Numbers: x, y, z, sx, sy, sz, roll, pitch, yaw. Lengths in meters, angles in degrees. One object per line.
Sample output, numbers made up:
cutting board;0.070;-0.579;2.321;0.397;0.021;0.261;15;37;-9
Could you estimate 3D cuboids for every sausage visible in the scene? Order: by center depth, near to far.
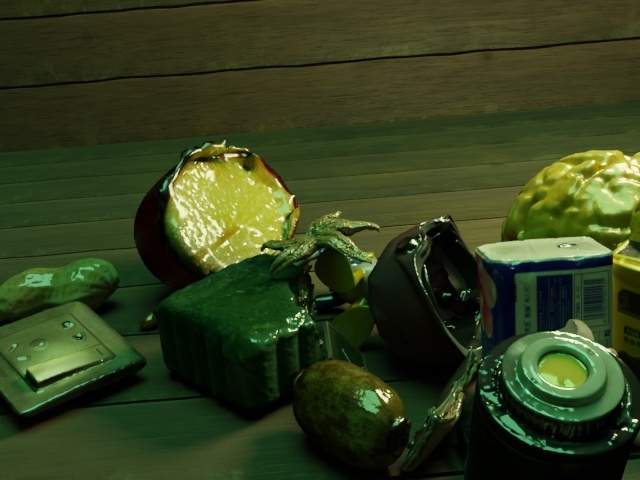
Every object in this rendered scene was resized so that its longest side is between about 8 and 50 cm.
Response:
sausage;-0.347;0.156;1.815;0.036;0.042;0.158;45;33;2

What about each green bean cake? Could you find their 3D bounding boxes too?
green bean cake;-0.114;0.170;1.536;0.300;0.169;0.307;-23;28;-39

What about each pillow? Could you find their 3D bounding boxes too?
pillow;0.191;0.266;1.275;0.043;0.126;0.232;34;28;9

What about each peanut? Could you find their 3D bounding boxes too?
peanut;-0.603;0.118;1.854;0.290;0.130;0.130;-10;20;-7

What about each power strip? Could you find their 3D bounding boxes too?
power strip;-0.503;0.234;1.548;0.257;0.092;0.251;-20;33;-39

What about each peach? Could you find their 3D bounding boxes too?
peach;-0.241;-0.031;1.876;0.353;0.339;0.416;-42;-3;9

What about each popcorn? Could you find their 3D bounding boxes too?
popcorn;0.560;-0.005;1.611;0.390;0.344;0.354;1;14;-2

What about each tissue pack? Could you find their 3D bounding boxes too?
tissue pack;0.374;0.137;1.366;0.209;0.270;0.137;-6;15;4

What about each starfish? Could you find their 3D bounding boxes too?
starfish;0.000;0.000;1.599;0.277;0.062;0.235;1;28;41

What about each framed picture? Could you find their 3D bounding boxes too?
framed picture;0.050;0.213;1.491;0.011;0.109;0.149;-45;15;12

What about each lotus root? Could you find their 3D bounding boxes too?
lotus root;0.036;0.262;1.271;0.128;0.145;0.260;-15;22;-37

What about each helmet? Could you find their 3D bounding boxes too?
helmet;0.193;0.113;1.532;0.197;0.271;0.338;-24;19;31

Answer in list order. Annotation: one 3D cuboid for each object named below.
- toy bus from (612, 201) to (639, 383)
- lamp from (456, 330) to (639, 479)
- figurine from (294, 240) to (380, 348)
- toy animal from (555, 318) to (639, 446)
toy bus;0.558;0.099;1.344;0.152;0.330;0.144;-19;24;-27
lamp;0.297;0.247;1.071;0.205;0.272;0.374;-4;19;-3
figurine;0.051;0.098;1.778;0.283;0.205;0.338;-2;6;28
toy animal;0.422;0.227;1.259;0.124;0.212;0.124;-43;10;10
